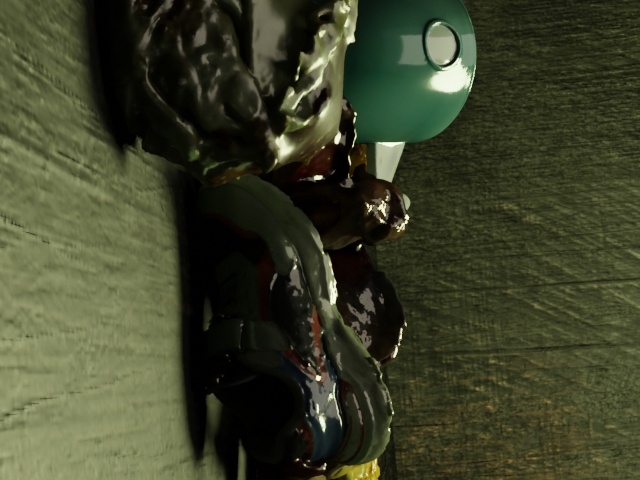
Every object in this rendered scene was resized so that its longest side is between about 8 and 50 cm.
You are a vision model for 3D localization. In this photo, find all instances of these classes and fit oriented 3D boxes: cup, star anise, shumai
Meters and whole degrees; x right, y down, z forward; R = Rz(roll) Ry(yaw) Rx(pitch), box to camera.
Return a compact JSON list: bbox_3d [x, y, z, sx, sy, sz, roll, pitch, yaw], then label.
[{"bbox_3d":[0.020,-0.162,1.699,0.173,0.167,0.299,-6,89,-43],"label":"cup"},{"bbox_3d":[0.002,-0.004,1.408,0.214,0.099,0.220,61,-34,10],"label":"star anise"},{"bbox_3d":[-0.048,-0.125,1.129,0.184,0.142,0.184,-3,90,-88],"label":"shumai"}]

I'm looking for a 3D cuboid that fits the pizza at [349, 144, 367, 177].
[{"bbox_3d":[-0.002,-0.050,1.924,0.201,0.053,0.193,-62,-168,-20],"label":"pizza"}]

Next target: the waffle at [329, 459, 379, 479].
[{"bbox_3d":[0.035,0.231,2.199,0.249,0.056,0.253,78,10,-56],"label":"waffle"}]

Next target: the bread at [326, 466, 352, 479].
[{"bbox_3d":[-0.001,0.151,1.711,0.094,0.083,0.157,82,7,-57],"label":"bread"}]

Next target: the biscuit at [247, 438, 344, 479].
[{"bbox_3d":[-0.004,0.127,1.480,0.031,0.138,0.205,39,24,-20],"label":"biscuit"}]

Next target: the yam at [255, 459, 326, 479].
[{"bbox_3d":[-0.023,0.179,1.544,0.066,0.066,0.299,79,9,-49],"label":"yam"}]

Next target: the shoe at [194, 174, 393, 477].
[{"bbox_3d":[-0.048,0.069,1.321,0.227,0.125,0.099,62,-33,3],"label":"shoe"}]
